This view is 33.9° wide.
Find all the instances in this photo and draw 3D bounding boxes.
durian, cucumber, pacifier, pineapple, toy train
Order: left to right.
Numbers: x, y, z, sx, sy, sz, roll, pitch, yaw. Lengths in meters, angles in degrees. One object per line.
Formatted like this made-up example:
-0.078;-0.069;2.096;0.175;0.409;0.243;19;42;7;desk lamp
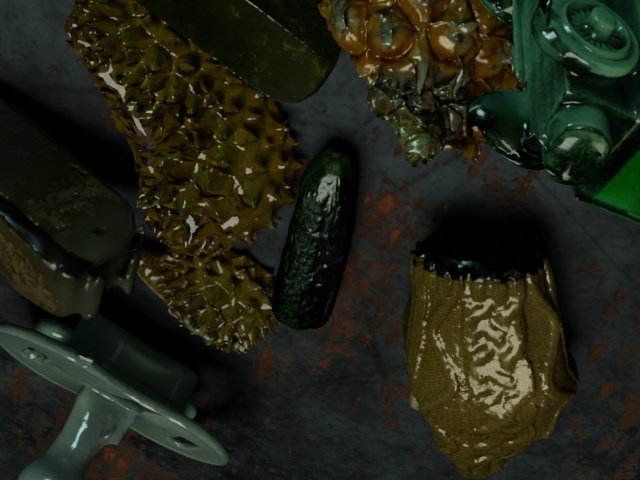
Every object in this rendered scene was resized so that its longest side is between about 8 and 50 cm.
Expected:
-0.296;0.243;1.339;0.343;0.269;0.288;36;159;-11;pacifier
-0.130;-0.097;1.047;0.191;0.112;0.341;1;132;21;durian
-0.149;0.063;1.231;0.224;0.078;0.140;25;136;-6;durian
-0.001;-0.001;1.121;0.075;0.074;0.241;18;136;2;cucumber
0.104;-0.155;0.878;0.140;0.164;0.250;-33;113;31;pineapple
0.213;-0.141;0.757;0.202;0.300;0.120;21;136;-14;toy train

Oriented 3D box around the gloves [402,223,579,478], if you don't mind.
0.175;0.138;1.137;0.203;0.155;0.356;4;137;21;gloves

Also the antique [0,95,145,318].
-0.314;-0.038;1.102;0.284;0.125;0.150;36;140;13;antique

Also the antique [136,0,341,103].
-0.080;-0.215;0.938;0.221;0.080;0.081;36;135;-18;antique
